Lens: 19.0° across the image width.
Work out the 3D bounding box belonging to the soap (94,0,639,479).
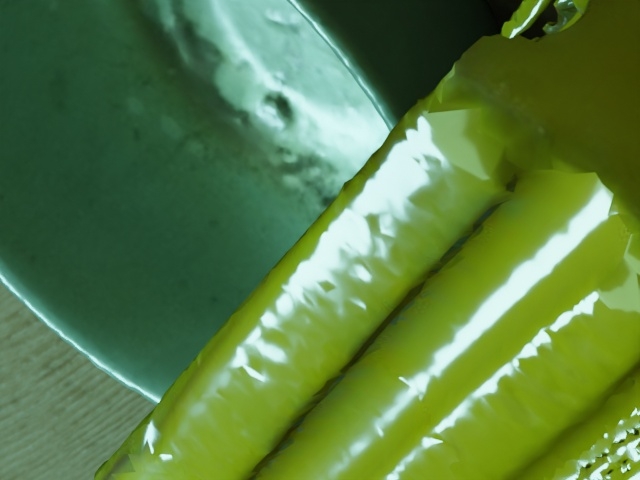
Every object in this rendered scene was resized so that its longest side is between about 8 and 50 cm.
[{"bbox_3d":[0.067,0.067,0.591,0.204,0.096,0.324,43,145,3],"label":"soap"}]

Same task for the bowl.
[{"bbox_3d":[-0.030,-0.066,0.759,0.289,0.146,0.289,25,142,22],"label":"bowl"}]
